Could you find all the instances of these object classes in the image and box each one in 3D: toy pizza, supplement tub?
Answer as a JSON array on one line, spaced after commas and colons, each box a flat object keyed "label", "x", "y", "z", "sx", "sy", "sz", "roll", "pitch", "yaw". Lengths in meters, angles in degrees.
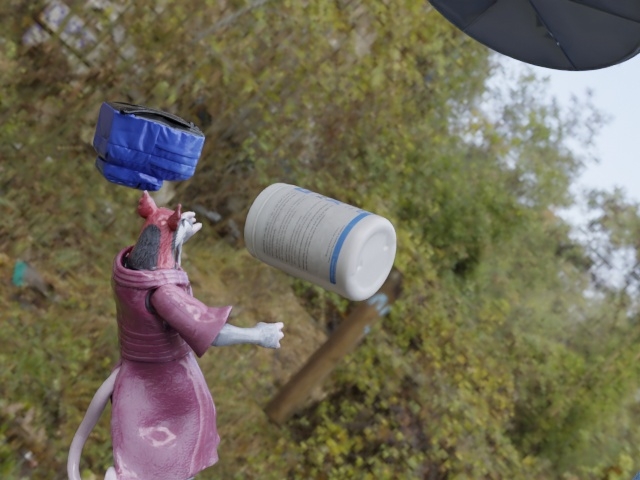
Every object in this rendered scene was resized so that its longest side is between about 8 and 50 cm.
[{"label": "toy pizza", "x": 0.145, "y": -0.192, "z": 0.645, "sx": 0.201, "sy": 0.032, "sz": 0.201, "roll": 29, "pitch": -14, "yaw": 8}, {"label": "supplement tub", "x": 0.000, "y": 0.000, "z": 0.735, "sx": 0.107, "sy": 0.071, "sz": 0.071, "roll": 22, "pitch": -9, "yaw": 32}]

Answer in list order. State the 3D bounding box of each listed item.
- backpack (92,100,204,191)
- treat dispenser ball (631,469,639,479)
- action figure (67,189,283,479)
[{"label": "backpack", "x": -0.207, "y": -0.111, "z": 1.109, "sx": 0.120, "sy": 0.101, "sz": 0.098, "roll": 10, "pitch": 16, "yaw": -27}, {"label": "treat dispenser ball", "x": 0.355, "y": 0.276, "z": 0.684, "sx": 0.288, "sy": 0.288, "sz": 0.288, "roll": 45, "pitch": 4, "yaw": -4}, {"label": "action figure", "x": -0.214, "y": 0.111, "z": 1.133, "sx": 0.248, "sy": 0.276, "sz": 0.370, "roll": 33, "pitch": -47, "yaw": 49}]
